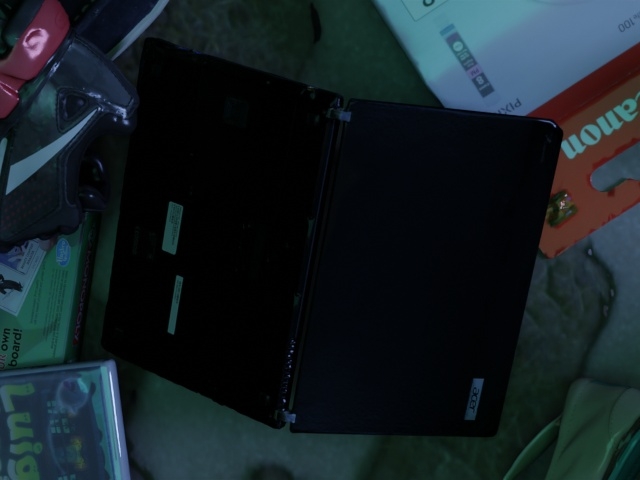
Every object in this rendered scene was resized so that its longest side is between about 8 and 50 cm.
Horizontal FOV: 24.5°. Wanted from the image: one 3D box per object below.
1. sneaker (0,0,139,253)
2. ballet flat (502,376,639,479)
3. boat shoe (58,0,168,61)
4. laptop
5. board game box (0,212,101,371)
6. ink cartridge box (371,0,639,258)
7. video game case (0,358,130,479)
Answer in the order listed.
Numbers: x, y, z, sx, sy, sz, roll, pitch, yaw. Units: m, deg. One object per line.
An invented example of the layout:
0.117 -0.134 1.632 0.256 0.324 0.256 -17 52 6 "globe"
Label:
-0.219 -0.030 0.976 0.135 0.097 0.276 34 112 -18 "sneaker"
0.150 0.205 1.010 0.086 0.086 0.248 27 95 5 "ballet flat"
-0.122 -0.306 0.970 0.187 0.156 0.500 36 98 2 "boat shoe"
0.000 0.000 1.020 0.264 0.137 0.234 20 108 31 "laptop"
-0.289 0.116 1.070 0.214 0.046 0.317 11 95 7 "board game box"
0.167 -0.132 0.993 0.189 0.066 0.232 -33 85 8 "ink cartridge box"
-0.217 0.185 1.031 0.173 0.022 0.190 -7 93 7 "video game case"
